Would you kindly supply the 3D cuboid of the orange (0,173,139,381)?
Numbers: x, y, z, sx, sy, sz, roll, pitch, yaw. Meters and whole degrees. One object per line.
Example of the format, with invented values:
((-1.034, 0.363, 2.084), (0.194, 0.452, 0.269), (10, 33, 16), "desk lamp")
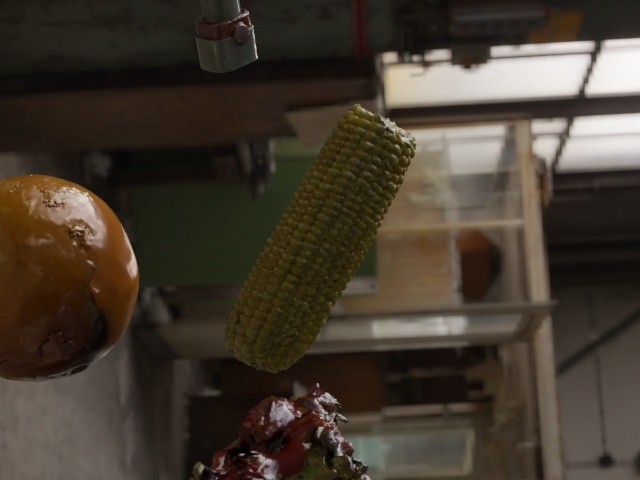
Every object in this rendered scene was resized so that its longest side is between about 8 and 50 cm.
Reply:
((-0.336, 0.044, 1.555), (0.246, 0.246, 0.246), (-3, 90, -88), "orange")

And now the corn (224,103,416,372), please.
((0.000, 0.000, 1.144), (0.248, 0.081, 0.081), (-60, 178, -1), "corn")

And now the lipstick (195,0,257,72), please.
((-0.112, -0.280, 1.443), (0.063, 0.057, 0.186), (-31, 126, -37), "lipstick")

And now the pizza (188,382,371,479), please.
((-0.042, 0.167, 0.983), (0.053, 0.201, 0.193), (59, 19, -20), "pizza")
